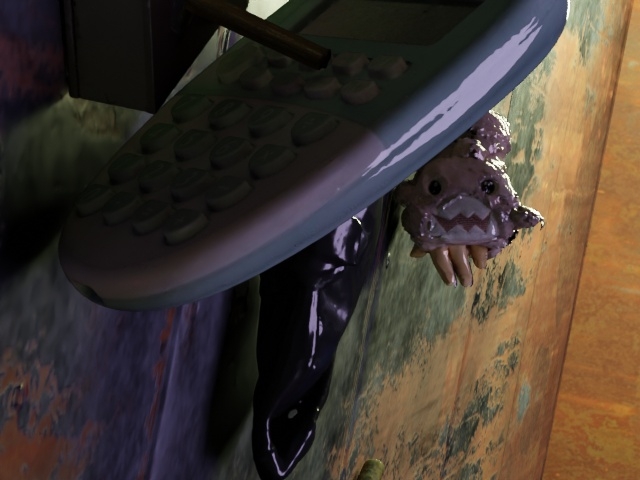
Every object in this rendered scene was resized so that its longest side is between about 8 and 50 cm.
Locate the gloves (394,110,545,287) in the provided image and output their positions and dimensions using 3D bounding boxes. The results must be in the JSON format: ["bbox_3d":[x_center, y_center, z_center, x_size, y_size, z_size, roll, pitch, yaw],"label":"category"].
[{"bbox_3d":[0.113,-0.043,1.497,0.094,0.110,0.144,68,6,-53],"label":"gloves"}]

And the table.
[{"bbox_3d":[-0.020,-0.166,0.841,0.240,0.111,0.121,-62,159,-49],"label":"table"}]

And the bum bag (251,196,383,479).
[{"bbox_3d":[0.000,0.000,1.130,0.137,0.074,0.310,-73,179,-79],"label":"bum bag"}]

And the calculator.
[{"bbox_3d":[0.009,-0.068,0.819,0.295,0.184,0.042,-41,117,-19],"label":"calculator"}]

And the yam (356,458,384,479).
[{"bbox_3d":[0.028,0.226,1.525,0.116,0.021,0.021,-63,159,-44],"label":"yam"}]
